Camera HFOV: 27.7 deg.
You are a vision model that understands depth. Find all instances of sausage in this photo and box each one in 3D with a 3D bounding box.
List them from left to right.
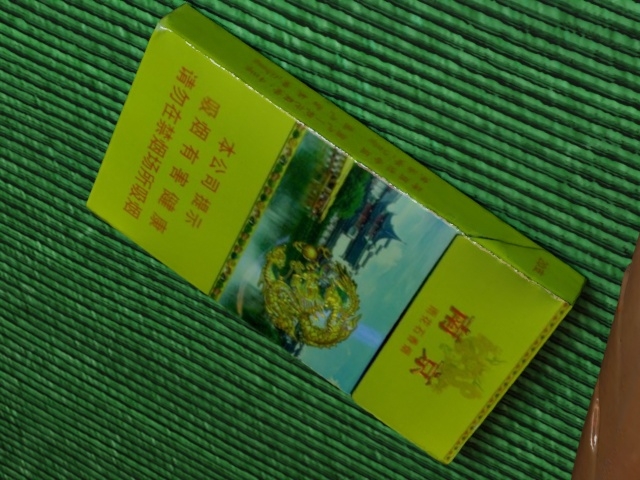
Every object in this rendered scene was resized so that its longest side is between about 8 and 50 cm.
[{"bbox_3d":[0.229,0.084,0.785,0.121,0.121,0.304,20,127,19],"label":"sausage"}]

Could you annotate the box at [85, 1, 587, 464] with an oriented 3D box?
[{"bbox_3d":[0.000,0.000,0.917,0.335,0.047,0.187,35,129,6],"label":"box"}]
